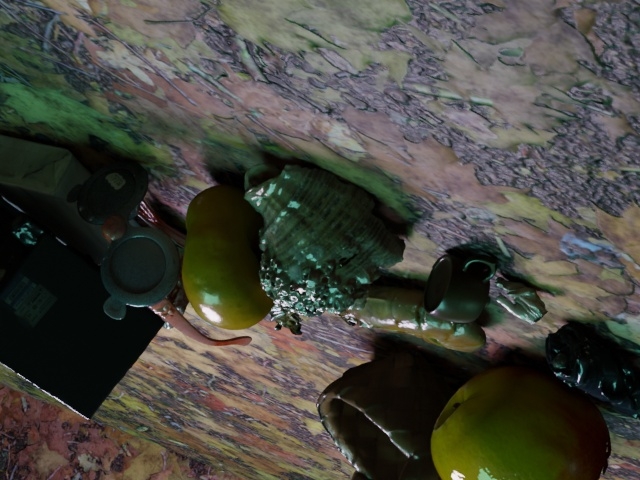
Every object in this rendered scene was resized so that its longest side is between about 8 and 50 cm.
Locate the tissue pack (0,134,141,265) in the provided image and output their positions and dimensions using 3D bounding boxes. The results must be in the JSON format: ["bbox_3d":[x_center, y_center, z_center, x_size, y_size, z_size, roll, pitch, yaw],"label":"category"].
[{"bbox_3d":[-0.365,-0.047,1.936,0.177,0.089,0.263,13,156,28],"label":"tissue pack"}]

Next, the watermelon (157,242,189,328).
[{"bbox_3d":[-0.205,0.059,1.969,0.071,0.139,0.187,-4,169,15],"label":"watermelon"}]

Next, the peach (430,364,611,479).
[{"bbox_3d":[0.270,0.276,1.850,0.231,0.231,0.231,22,161,8],"label":"peach"}]

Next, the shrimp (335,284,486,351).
[{"bbox_3d":[0.100,0.097,1.800,0.267,0.061,0.145,8,165,34],"label":"shrimp"}]

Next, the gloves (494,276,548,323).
[{"bbox_3d":[0.233,0.073,1.592,0.081,0.037,0.044,43,122,-6],"label":"gloves"}]

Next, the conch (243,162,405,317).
[{"bbox_3d":[0.000,0.000,1.590,0.178,0.163,0.245,-25,122,19],"label":"conch"}]

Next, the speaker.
[{"bbox_3d":[-0.382,0.071,1.806,0.254,0.184,0.232,42,171,-37],"label":"speaker"}]

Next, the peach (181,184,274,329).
[{"bbox_3d":[-0.110,0.021,1.680,0.103,0.179,0.179,-9,150,17],"label":"peach"}]

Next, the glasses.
[{"bbox_3d":[-0.207,0.042,1.796,0.234,0.118,0.268,62,-175,36],"label":"glasses"}]

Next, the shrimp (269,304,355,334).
[{"bbox_3d":[-0.022,0.092,1.956,0.150,0.051,0.217,12,155,14],"label":"shrimp"}]

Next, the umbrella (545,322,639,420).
[{"bbox_3d":[0.365,0.176,1.682,0.071,0.080,0.224,-33,133,27],"label":"umbrella"}]

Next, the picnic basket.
[{"bbox_3d":[0.097,0.366,2.037,0.337,0.337,0.293,27,161,-8],"label":"picnic basket"}]

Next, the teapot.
[{"bbox_3d":[0.168,0.056,1.588,0.068,0.076,0.121,19,134,-16],"label":"teapot"}]
